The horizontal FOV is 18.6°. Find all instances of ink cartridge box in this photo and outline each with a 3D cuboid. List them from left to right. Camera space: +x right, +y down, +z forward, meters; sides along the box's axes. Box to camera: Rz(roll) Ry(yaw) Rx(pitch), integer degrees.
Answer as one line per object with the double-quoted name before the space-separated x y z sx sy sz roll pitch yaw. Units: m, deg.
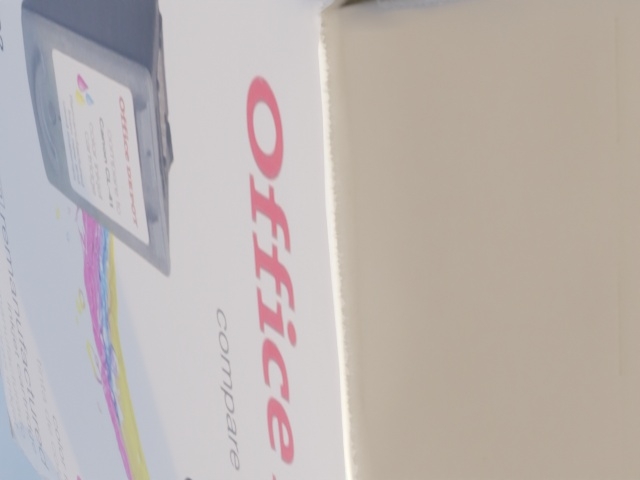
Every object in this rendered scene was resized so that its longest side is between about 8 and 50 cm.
"ink cartridge box" 0.000 0.000 0.531 0.306 0.131 0.226 -144 45 -61
